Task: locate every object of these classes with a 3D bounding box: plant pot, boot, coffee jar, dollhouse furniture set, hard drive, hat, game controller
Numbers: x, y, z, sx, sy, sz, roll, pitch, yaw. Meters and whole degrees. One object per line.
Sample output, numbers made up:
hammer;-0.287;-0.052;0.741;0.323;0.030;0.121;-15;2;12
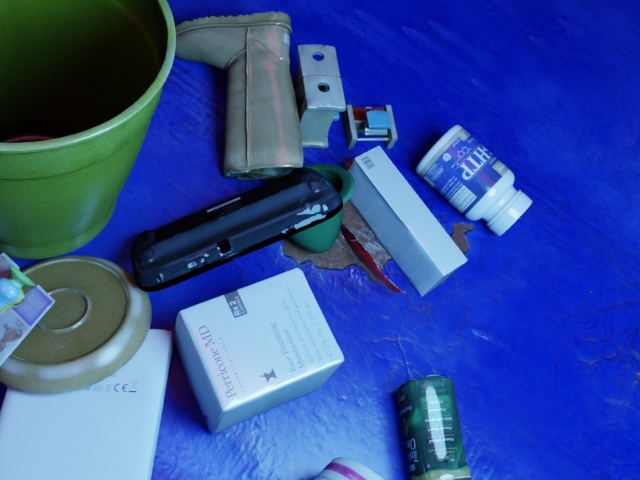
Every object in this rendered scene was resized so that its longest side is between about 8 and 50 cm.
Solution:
plant pot;-0.389;-0.160;1.017;0.367;0.353;0.366;7;58;-11
boot;-0.149;-0.235;1.271;0.236;0.089;0.269;-5;80;18
plant pot;-0.354;0.102;1.050;0.237;0.032;0.236;2;47;-2
coffee jar;0.166;0.296;1.117;0.079;0.096;0.184;-2;66;-14
dollhouse furniture set;0.044;-0.245;1.315;0.184;0.129;0.128;-2;66;-15
hard drive;-0.312;0.251;0.980;0.203;0.040;0.307;2;52;-1
hat;0.000;0.000;1.248;0.173;0.183;0.208;-24;32;-6
game controller;-0.127;-0.021;1.128;0.319;0.166;0.067;-23;109;-8

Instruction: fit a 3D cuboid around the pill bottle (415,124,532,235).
pill bottle;0.267;-0.100;1.321;0.187;0.112;0.112;43;62;6

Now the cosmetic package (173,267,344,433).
cosmetic package;-0.093;0.157;1.077;0.184;0.151;0.151;-20;72;-23

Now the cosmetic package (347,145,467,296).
cosmetic package;0.133;-0.032;1.260;0.060;0.099;0.239;-30;77;-28

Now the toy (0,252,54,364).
toy;-0.468;0.127;0.980;0.137;0.056;0.237;33;74;31

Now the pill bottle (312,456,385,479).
pill bottle;-0.016;0.429;0.968;0.160;0.160;0.283;46;62;8
